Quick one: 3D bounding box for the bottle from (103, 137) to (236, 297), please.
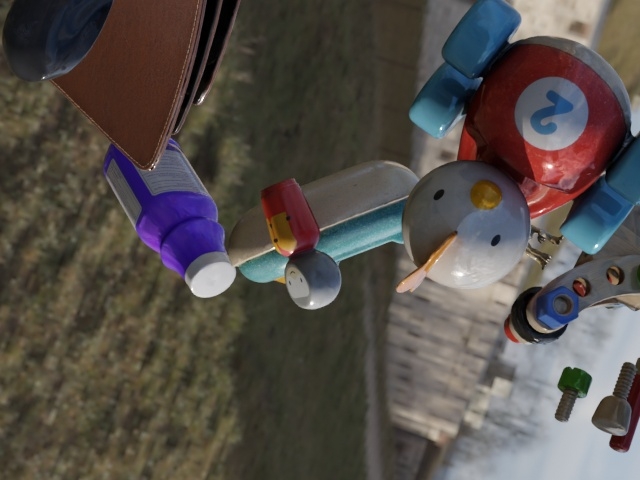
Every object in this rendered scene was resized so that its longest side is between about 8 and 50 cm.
[{"bbox_3d":[-0.203,-0.039,1.829,0.118,0.283,0.092,1,130,-38],"label":"bottle"}]

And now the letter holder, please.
[{"bbox_3d":[-0.159,-0.256,1.455,0.152,0.214,0.302,-21,144,-40],"label":"letter holder"}]

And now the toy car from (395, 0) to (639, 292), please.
[{"bbox_3d":[0.149,-0.043,1.144,0.238,0.219,0.210,-49,174,-26],"label":"toy car"}]

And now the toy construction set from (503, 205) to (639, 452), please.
[{"bbox_3d":[0.345,0.064,1.390,0.309,0.257,0.237,78,34,-62],"label":"toy construction set"}]

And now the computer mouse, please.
[{"bbox_3d":[-0.177,-0.229,0.981,0.041,0.071,0.242,42,61,-59],"label":"computer mouse"}]

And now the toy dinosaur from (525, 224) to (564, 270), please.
[{"bbox_3d":[0.270,-0.007,1.752,0.053,0.092,0.183,-57,174,-1],"label":"toy dinosaur"}]

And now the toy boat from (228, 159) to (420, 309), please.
[{"bbox_3d":[0.000,0.000,1.623,0.318,0.267,0.148,-14,83,-77],"label":"toy boat"}]
